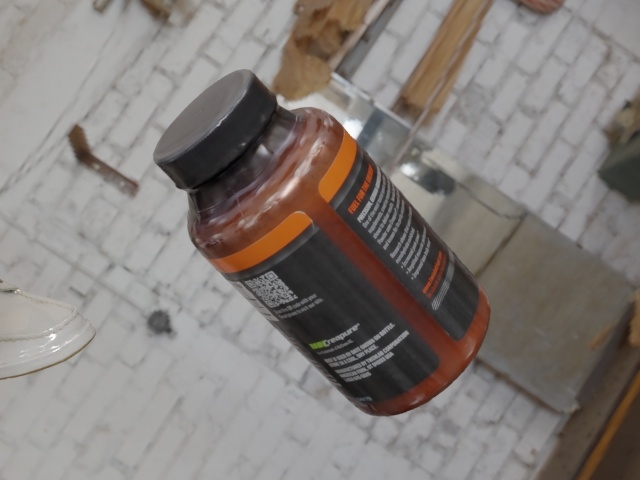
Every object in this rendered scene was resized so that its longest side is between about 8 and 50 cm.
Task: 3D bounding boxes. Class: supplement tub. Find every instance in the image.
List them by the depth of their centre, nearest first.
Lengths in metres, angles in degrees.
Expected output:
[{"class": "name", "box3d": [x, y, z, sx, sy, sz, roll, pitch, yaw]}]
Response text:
[{"class": "supplement tub", "box3d": [0.000, 0.000, 0.579, 0.106, 0.198, 0.106, -34, 24, 18]}]

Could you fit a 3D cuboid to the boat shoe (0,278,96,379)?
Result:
[{"class": "boat shoe", "box3d": [-0.338, 0.064, 0.969, 0.098, 0.277, 0.096, -47, -47, -58]}]
